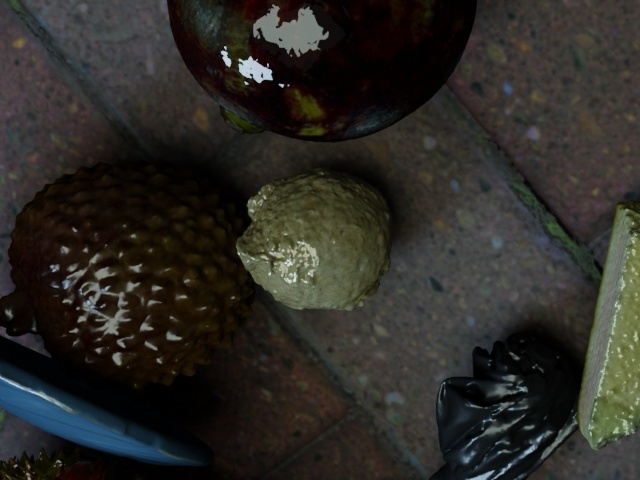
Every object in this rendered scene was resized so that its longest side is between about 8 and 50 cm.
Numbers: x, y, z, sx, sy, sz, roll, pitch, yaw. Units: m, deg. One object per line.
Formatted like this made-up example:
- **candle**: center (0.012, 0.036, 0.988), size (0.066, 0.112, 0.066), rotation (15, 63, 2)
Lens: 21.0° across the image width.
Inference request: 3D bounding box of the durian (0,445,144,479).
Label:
- **durian**: center (-0.213, 0.339, 1.477), size (0.384, 0.347, 0.348), rotation (11, 114, 1)

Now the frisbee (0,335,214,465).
- **frisbee**: center (-0.225, 0.136, 1.451), size (0.289, 0.289, 0.049), rotation (26, 86, 9)

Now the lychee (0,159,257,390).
- **lychee**: center (-0.167, 0.031, 1.432), size (0.238, 0.200, 0.200), rotation (-21, 104, -6)

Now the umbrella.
- **umbrella**: center (0.122, 0.220, 1.462), size (0.118, 0.118, 0.340), rotation (27, 125, 8)

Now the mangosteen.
- **mangosteen**: center (-0.006, -0.167, 1.312), size (0.231, 0.231, 0.289), rotation (32, 154, 6)

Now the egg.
- **egg**: center (0.000, 0.000, 1.391), size (0.118, 0.140, 0.116), rotation (26, 120, 22)

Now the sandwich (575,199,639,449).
- **sandwich**: center (0.261, 0.049, 1.328), size (0.193, 0.058, 0.162), rotation (-27, 99, 1)
